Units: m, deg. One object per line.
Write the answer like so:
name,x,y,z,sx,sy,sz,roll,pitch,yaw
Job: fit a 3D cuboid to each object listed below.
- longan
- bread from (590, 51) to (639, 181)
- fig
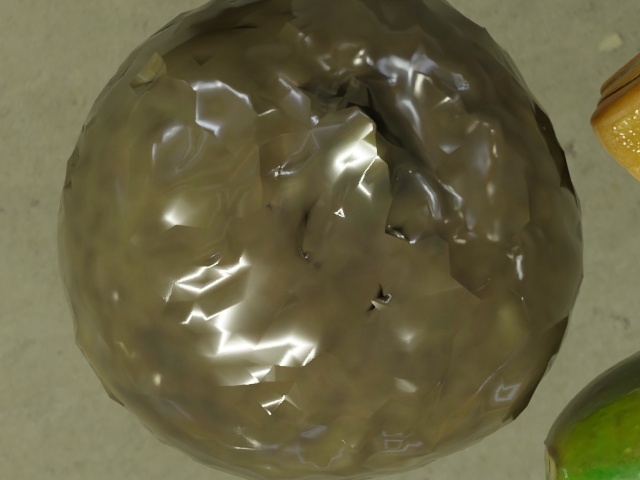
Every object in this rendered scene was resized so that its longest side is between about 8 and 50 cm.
longan,0.000,0.000,0.934,0.391,0.391,0.391,0,121,-1
bread,0.339,-0.134,1.097,0.116,0.077,0.200,35,128,-20
fig,0.281,0.176,1.045,0.191,0.181,0.181,-6,121,-10
